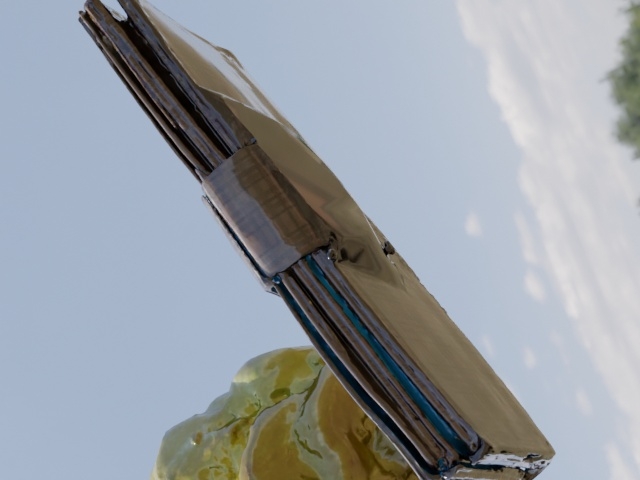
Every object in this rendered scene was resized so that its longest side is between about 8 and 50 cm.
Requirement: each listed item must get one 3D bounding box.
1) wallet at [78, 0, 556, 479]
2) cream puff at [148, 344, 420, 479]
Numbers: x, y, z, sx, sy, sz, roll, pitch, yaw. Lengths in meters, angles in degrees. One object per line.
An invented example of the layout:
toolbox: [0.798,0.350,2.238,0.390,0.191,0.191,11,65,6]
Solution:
wallet: [0.000,0.000,0.546,0.230,0.042,0.124,54,-171,19]
cream puff: [-0.001,0.271,1.258,0.291,0.324,0.257,43,-167,-23]
